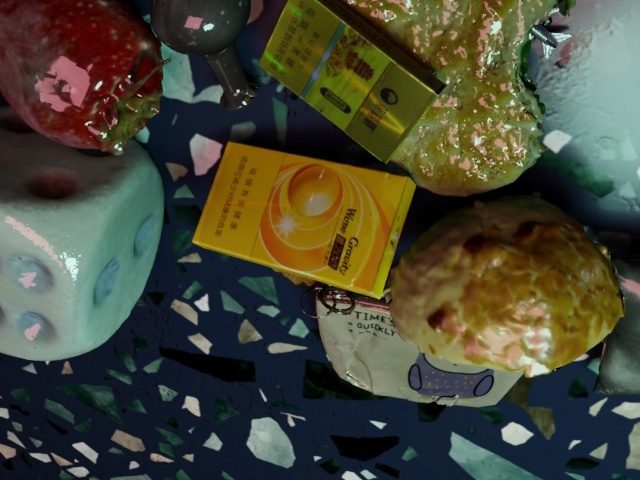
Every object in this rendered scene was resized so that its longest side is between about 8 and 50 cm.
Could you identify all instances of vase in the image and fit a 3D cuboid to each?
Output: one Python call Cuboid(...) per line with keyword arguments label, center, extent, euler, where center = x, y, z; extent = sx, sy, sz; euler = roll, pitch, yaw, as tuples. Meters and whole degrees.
Cuboid(label="vase", center=(-0.127, -0.240, 0.847), extent=(0.120, 0.120, 0.183), euler=(-5, 135, 20))

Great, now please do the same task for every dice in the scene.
Cuboid(label="dice", center=(-0.388, -0.015, 0.978), extent=(0.268, 0.262, 0.264), euler=(18, 127, 4))

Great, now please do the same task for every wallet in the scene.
Cuboid(label="wallet", center=(0.141, 0.163, 1.029), extent=(0.335, 0.068, 0.275), euler=(9, 146, 7))

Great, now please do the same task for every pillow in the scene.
Cuboid(label="pillow", center=(0.455, 0.114, 0.912), extent=(0.186, 0.106, 0.250), euler=(-6, 124, 11))

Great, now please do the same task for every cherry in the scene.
Cuboid(label="cherry", center=(-0.310, -0.225, 0.863), extent=(0.250, 0.175, 0.192), euler=(30, 129, -8))

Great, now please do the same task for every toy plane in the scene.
Cuboid(label="toy plane", center=(0.236, -0.239, 0.782), extent=(0.083, 0.031, 0.078), euler=(37, 125, -10))

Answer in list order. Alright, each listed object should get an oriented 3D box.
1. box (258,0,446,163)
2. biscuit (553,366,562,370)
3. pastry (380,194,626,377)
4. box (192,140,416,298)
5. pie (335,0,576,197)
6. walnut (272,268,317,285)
Cuboid(label="box", center=(0.031, -0.187, 0.790), extent=(0.193, 0.030, 0.121), euler=(39, 139, 2))
Cuboid(label="biscuit", center=(0.320, 0.158, 1.030), extent=(0.089, 0.027, 0.087), euler=(-25, 112, 29))
Cuboid(label="pastry", center=(0.215, 0.034, 0.832), extent=(0.237, 0.256, 0.170), euler=(23, 124, 58))
Cuboid(label="box", center=(-0.027, -0.033, 0.897), extent=(0.269, 0.152, 0.043), euler=(14, 172, 27))
Cuboid(label="pie", center=(0.136, -0.217, 0.777), extent=(0.296, 0.078, 0.371), euler=(16, 130, 16))
Cuboid(label="walnut", center=(0.000, 0.000, 0.993), extent=(0.170, 0.069, 0.143), euler=(20, 125, 1))
